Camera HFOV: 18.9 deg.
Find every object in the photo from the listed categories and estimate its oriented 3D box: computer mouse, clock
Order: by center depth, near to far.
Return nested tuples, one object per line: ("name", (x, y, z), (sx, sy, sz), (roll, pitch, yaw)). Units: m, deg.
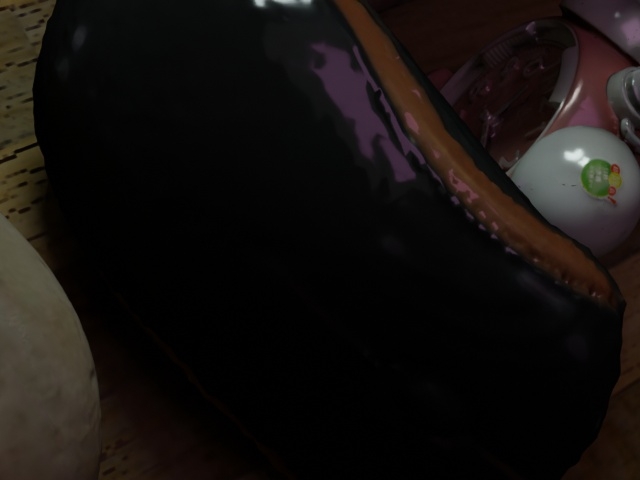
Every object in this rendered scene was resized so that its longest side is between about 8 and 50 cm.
("computer mouse", (-0.001, 0.001, 0.865), (0.323, 0.183, 0.116), (47, 22, -7))
("clock", (0.115, -0.042, 0.986), (0.092, 0.162, 0.166), (36, 52, -21))

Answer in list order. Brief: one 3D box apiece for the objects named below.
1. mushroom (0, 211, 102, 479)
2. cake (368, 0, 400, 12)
("mushroom", (-0.170, 0.064, 0.719), (0.204, 0.204, 0.204), (17, 59, -30))
("cake", (0.050, -0.318, 0.990), (0.314, 0.293, 0.307), (-34, 88, -36))
